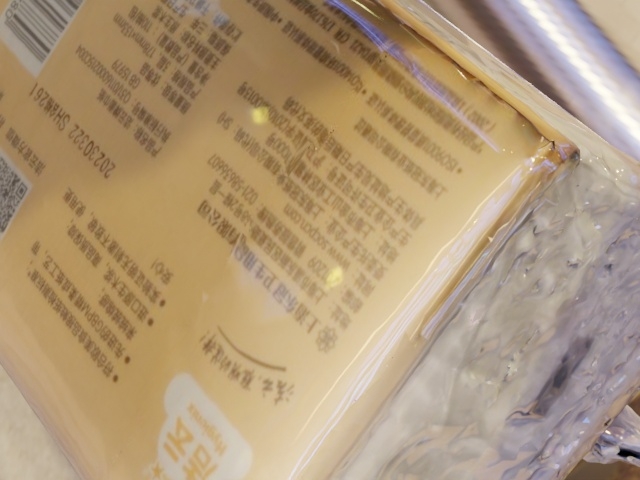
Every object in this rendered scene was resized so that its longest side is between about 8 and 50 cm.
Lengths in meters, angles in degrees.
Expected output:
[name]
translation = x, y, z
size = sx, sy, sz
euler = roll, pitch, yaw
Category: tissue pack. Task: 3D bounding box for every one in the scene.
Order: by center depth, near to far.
[tissue pack]
translation = 0.000, 0.000, 0.657
size = 0.238, 0.238, 0.305
euler = -18, 41, -26
